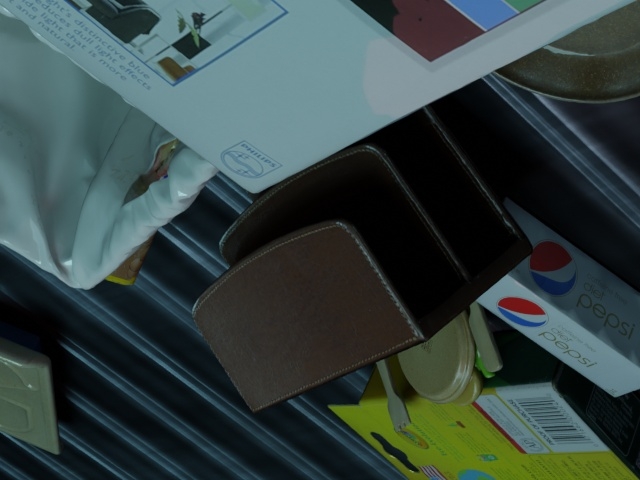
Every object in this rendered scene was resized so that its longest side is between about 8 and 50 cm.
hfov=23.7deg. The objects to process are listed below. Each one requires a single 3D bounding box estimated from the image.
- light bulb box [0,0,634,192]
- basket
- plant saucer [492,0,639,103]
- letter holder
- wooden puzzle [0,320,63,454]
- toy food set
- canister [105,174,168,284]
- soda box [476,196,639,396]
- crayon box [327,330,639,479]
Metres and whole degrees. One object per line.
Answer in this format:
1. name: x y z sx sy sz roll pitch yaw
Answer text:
1. light bulb box: 0.041 -0.265 0.787 0.225 0.358 0.361 37 149 -21
2. basket: -0.210 -0.184 1.181 0.331 0.266 0.328 34 148 -12
3. plant saucer: 0.179 -0.181 1.126 0.199 0.036 0.198 18 149 11
4. letter holder: 0.000 0.000 1.360 0.214 0.152 0.302 56 146 -3
5. wooden puzzle: -0.499 0.154 2.092 0.322 0.080 0.348 22 154 7
6. toy food set: 0.124 0.108 1.546 0.039 0.132 0.192 -4 158 -34
7. canister: -0.196 -0.054 1.430 0.126 0.170 0.073 19 -171 -34
8. soda box: 0.223 0.055 1.414 0.216 0.074 0.069 34 149 -14
9. crayon box: 0.187 0.193 1.643 0.318 0.081 0.202 -11 134 44
